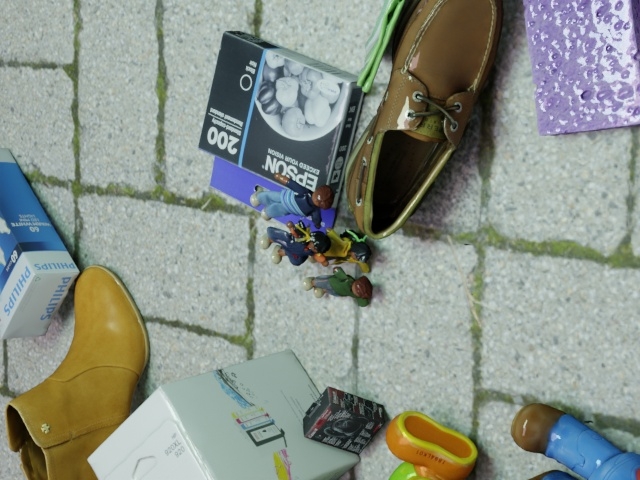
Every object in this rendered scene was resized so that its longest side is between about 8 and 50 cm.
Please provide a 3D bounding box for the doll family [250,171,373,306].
[{"bbox_3d":[0.000,0.000,1.439,0.111,0.193,0.076,0,58,50],"label":"doll family"}]

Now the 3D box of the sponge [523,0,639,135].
[{"bbox_3d":[0.259,-0.212,1.253,0.117,0.031,0.210,-5,93,39],"label":"sponge"}]

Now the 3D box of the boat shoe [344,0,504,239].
[{"bbox_3d":[0.114,-0.134,1.314,0.104,0.111,0.307,-92,18,-54],"label":"boat shoe"}]

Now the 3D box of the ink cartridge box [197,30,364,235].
[{"bbox_3d":[-0.054,-0.122,1.515,0.206,0.045,0.208,26,114,33],"label":"ink cartridge box"}]

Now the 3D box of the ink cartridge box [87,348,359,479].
[{"bbox_3d":[-0.113,0.259,1.497,0.171,0.233,0.168,-46,68,34],"label":"ink cartridge box"}]

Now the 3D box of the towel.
[{"bbox_3d":[0.067,-0.227,1.340,0.023,0.152,0.113,20,114,-1],"label":"towel"}]

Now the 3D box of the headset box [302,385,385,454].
[{"bbox_3d":[0.023,0.208,1.476,0.062,0.083,0.032,-56,23,31],"label":"headset box"}]

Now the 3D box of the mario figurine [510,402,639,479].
[{"bbox_3d":[0.285,0.250,1.178,0.320,0.170,0.198,13,140,55],"label":"mario figurine"}]

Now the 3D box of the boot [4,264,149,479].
[{"bbox_3d":[-0.326,0.184,1.674,0.104,0.211,0.295,-20,84,39],"label":"boot"}]

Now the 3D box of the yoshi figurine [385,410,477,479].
[{"bbox_3d":[0.031,0.361,1.425,0.203,0.204,0.362,46,127,27],"label":"yoshi figurine"}]

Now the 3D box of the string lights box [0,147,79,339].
[{"bbox_3d":[-0.449,0.001,1.812,0.259,0.077,0.133,54,126,31],"label":"string lights box"}]
